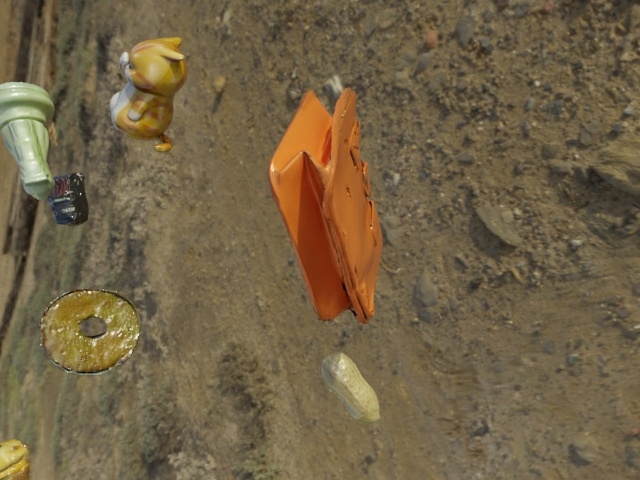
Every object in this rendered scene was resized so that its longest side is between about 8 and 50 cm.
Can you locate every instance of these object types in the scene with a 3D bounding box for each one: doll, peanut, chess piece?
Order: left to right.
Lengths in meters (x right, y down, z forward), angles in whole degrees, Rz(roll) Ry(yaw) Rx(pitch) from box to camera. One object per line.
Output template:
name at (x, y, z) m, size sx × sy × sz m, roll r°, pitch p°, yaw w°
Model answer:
chess piece at (-0.755, -0.240, 1.298) m, size 0.176 × 0.176 × 0.298 m, roll -29°, pitch 77°, yaw 45°
doll at (-0.435, -0.378, 1.269) m, size 0.166 × 0.162 × 0.269 m, roll 59°, pitch 135°, yaw 38°
peanut at (0.075, 0.377, 1.269) m, size 0.099 × 0.090 × 0.214 m, roll -37°, pitch 90°, yaw 34°

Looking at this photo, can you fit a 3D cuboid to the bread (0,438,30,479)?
bread at (-0.699, 0.518, 0.980) m, size 0.099 × 0.235 × 0.210 m, roll 35°, pitch 117°, yaw 31°

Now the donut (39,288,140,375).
donut at (-0.669, 0.262, 1.453) m, size 0.107 × 0.272 × 0.271 m, roll -18°, pitch 72°, yaw 52°

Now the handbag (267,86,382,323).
handbag at (0.038, -0.054, 0.992) m, size 0.116 × 0.410 × 0.303 m, roll -1°, pitch 44°, yaw 18°

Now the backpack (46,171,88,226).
backpack at (-0.790, -0.126, 1.561) m, size 0.120 × 0.106 × 0.165 m, roll -17°, pitch 85°, yaw 17°
